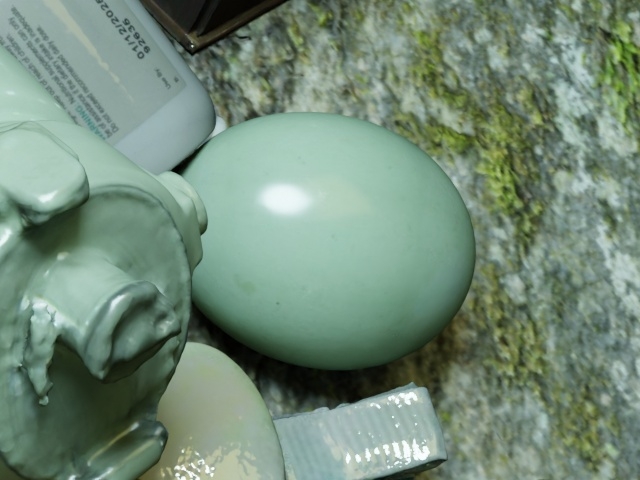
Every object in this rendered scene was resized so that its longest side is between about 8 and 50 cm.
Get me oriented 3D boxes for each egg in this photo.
[{"bbox_3d":[0.000,0.000,1.159,0.192,0.149,0.149,14,49,-28],"label":"egg"}]

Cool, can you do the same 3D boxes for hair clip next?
[{"bbox_3d":[-0.032,0.130,1.099,0.219,0.071,0.159,-5,54,-27],"label":"hair clip"}]

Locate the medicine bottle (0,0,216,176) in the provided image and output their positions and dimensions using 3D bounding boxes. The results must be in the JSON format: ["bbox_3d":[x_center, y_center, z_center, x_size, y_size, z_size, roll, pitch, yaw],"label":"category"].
[{"bbox_3d":[-0.171,-0.115,1.133,0.215,0.135,0.135,53,46,-9],"label":"medicine bottle"}]

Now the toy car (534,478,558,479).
[{"bbox_3d":[0.121,0.261,1.042,0.101,0.124,0.256,-11,70,-35],"label":"toy car"}]

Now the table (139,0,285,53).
[{"bbox_3d":[-0.053,-0.267,1.313,0.172,0.193,0.169,45,47,10],"label":"table"}]

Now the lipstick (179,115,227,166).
[{"bbox_3d":[-0.127,-0.084,1.233,0.141,0.040,0.040,22,47,-11],"label":"lipstick"}]

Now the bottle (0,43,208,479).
[{"bbox_3d":[-0.194,-0.003,0.944,0.352,0.229,0.229,30,40,32],"label":"bottle"}]

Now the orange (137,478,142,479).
[{"bbox_3d":[-0.109,0.228,0.921,0.335,0.196,0.262,7,38,-15],"label":"orange"}]
